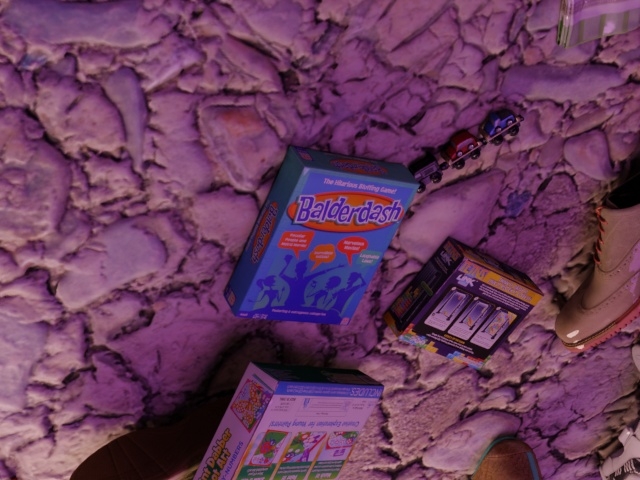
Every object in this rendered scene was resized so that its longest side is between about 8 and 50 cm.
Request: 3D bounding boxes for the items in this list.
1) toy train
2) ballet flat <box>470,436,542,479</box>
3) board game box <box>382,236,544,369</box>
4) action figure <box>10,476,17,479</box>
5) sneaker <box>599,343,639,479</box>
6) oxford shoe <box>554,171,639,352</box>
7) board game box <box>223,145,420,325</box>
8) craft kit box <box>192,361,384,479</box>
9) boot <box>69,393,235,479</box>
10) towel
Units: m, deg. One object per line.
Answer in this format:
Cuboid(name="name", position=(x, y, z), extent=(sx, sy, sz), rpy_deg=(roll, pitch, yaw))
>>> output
Cuboid(name="toy train", position=(0.166, -0.108, 1.369), extent=(0.158, 0.027, 0.036), rpy_deg=(-32, 124, -1))
Cuboid(name="ballet flat", position=(0.253, 0.461, 1.820), extent=(0.116, 0.124, 0.342), rpy_deg=(7, 123, -33))
Cuboid(name="board game box", position=(0.187, 0.085, 1.524), extent=(0.170, 0.048, 0.141), rpy_deg=(25, 110, -40))
Cuboid(name="action figure", position=(-0.416, 0.313, 1.396), extent=(0.115, 0.030, 0.038), rpy_deg=(-11, 136, -19))
Cuboid(name="sneaker", position=(0.539, 0.264, 1.814), extent=(0.137, 0.210, 0.366), rpy_deg=(-7, 164, -23))
Cuboid(name="oxford shoe", position=(0.402, -0.003, 1.549), extent=(0.130, 0.123, 0.348), rpy_deg=(28, 113, -13))
Cuboid(name="board game box", position=(0.000, 0.000, 1.350), extent=(0.160, 0.047, 0.210), rpy_deg=(6, 122, -32))
Cuboid(name="craft kit box", position=(-0.050, 0.273, 1.455), extent=(0.250, 0.061, 0.246), rpy_deg=(15, 101, -56))
Cuboid(name="boot", position=(-0.179, 0.320, 1.483), extent=(0.262, 0.095, 0.203), rpy_deg=(-23, 134, -24))
Cuboid(name="towel", position=(0.322, -0.290, 1.304), extent=(0.113, 0.023, 0.152), rpy_deg=(-16, 132, -16))
